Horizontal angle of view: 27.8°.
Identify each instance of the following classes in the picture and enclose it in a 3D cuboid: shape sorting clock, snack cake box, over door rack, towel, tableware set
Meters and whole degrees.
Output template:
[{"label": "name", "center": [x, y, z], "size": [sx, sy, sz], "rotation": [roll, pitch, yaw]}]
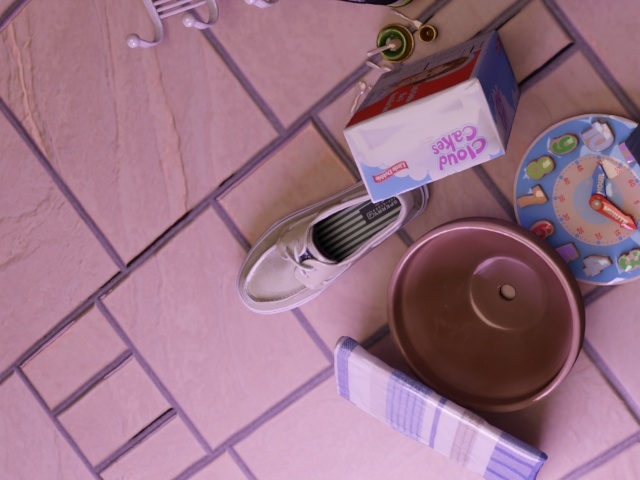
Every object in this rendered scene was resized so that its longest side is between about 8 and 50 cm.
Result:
[{"label": "shape sorting clock", "center": [0.324, -0.046, 1.508], "size": [0.206, 0.040, 0.206], "rotation": [5, 105, 21]}, {"label": "snack cake box", "center": [0.130, -0.143, 1.426], "size": [0.152, 0.264, 0.089], "rotation": [-18, 105, 18]}, {"label": "over door rack", "center": [-0.197, -0.410, 1.559], "size": [0.240, 0.108, 0.324], "rotation": [-9, 100, 41]}, {"label": "towel", "center": [0.141, 0.217, 1.582], "size": [0.285, 0.209, 0.034], "rotation": [28, 71, 14]}, {"label": "tableware set", "center": [0.098, -0.195, 1.572], "size": [0.104, 0.024, 0.154], "rotation": [29, 112, 13]}]

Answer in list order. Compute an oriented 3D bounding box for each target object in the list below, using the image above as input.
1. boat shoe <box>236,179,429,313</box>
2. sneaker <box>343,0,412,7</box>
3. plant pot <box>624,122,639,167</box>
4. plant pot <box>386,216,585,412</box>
[{"label": "boat shoe", "center": [0.000, 0.000, 1.622], "size": [0.302, 0.094, 0.109], "rotation": [-36, 88, 26]}, {"label": "sneaker", "center": [0.007, -0.331, 1.533], "size": [0.235, 0.097, 0.084], "rotation": [14, 108, 18]}, {"label": "plant pot", "center": [0.487, -0.130, 1.301], "size": [0.248, 0.247, 0.252], "rotation": [30, 104, 2]}, {"label": "plant pot", "center": [0.207, 0.077, 1.543], "size": [0.237, 0.110, 0.237], "rotation": [9, 110, 24]}]
